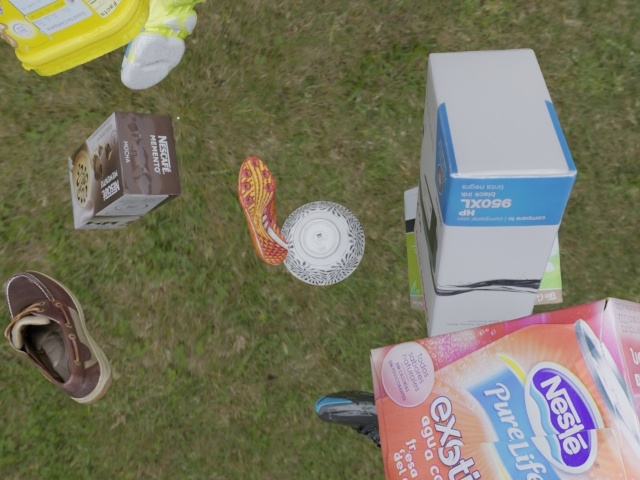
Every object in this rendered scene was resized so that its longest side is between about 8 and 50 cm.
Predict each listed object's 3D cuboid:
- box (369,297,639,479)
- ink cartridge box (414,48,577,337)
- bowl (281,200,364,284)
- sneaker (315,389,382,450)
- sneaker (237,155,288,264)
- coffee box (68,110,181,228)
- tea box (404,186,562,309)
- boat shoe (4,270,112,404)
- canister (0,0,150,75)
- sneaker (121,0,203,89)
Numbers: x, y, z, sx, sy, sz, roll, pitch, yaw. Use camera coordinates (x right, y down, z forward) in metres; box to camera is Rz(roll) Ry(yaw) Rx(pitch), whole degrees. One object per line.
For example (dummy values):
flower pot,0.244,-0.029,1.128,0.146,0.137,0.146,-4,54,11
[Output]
box,0.189,0.130,0.437,0.300,0.154,0.142,12,65,-46
ink cartridge box,0.249,-0.054,1.070,0.167,0.285,0.394,-2,138,2
bowl,0.000,0.000,1.302,0.170,0.080,0.170,0,83,4
sneaker,0.147,0.421,1.519,0.341,0.125,0.139,12,88,-17
sneaker,-0.099,-0.045,1.068,0.064,0.067,0.175,-13,102,-20
coffee box,-0.410,-0.135,1.391,0.119,0.297,0.168,-2,80,-38
tea box,0.414,0.013,1.745,0.329,0.220,0.323,-3,88,-19
boat shoe,-0.525,0.166,1.284,0.123,0.342,0.123,-43,150,0
canister,-0.234,-0.219,0.525,0.126,0.170,0.073,-16,60,17
sneaker,-0.276,-0.374,1.131,0.126,0.091,0.240,44,103,28
